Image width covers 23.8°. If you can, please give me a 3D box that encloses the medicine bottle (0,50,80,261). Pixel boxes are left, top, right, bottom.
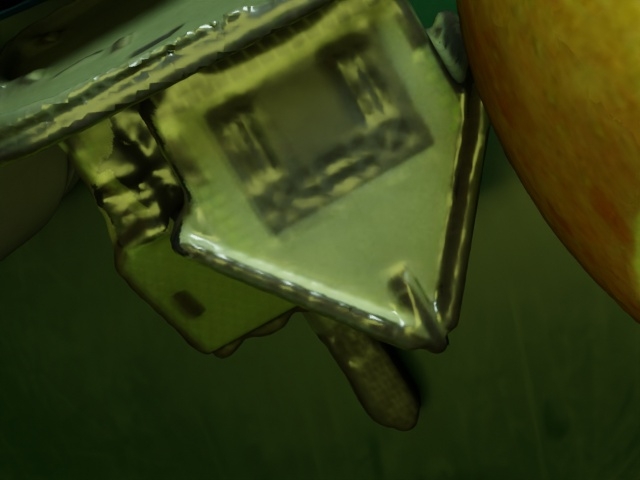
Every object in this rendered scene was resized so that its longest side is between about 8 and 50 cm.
[{"bbox_3d":[-0.184,-0.031,0.729,0.102,0.187,0.103,4,109,11],"label":"medicine bottle"}]

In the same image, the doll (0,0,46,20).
[{"bbox_3d":[-0.201,-0.241,0.639,0.240,0.284,0.310,-30,96,-23],"label":"doll"}]

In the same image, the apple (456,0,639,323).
[{"bbox_3d":[0.206,-0.114,0.529,0.339,0.339,0.340,4,108,12],"label":"apple"}]

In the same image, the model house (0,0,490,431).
[{"bbox_3d":[0.000,0.000,0.689,0.204,0.218,0.279,-26,109,7],"label":"model house"}]
